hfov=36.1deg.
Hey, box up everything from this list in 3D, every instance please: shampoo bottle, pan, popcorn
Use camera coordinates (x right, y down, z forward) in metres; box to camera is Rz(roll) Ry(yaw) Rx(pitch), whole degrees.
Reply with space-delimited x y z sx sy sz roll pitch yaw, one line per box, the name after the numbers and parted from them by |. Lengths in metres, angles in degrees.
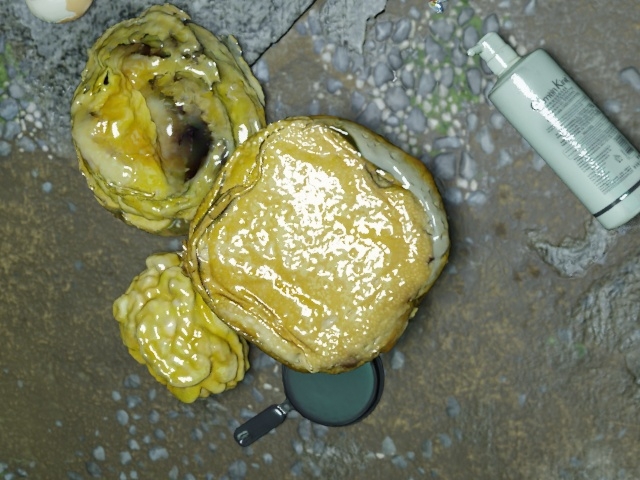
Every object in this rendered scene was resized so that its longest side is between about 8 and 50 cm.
0.273 -0.134 1.117 0.085 0.085 0.262 -42 88 17 | shampoo bottle
-0.024 0.206 1.277 0.235 0.028 0.136 -37 89 17 | pan
-0.184 0.110 1.245 0.163 0.140 0.194 -13 95 10 | popcorn

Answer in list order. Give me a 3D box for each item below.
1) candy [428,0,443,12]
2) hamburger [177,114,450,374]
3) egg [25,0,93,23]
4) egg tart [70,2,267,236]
0.150 -0.309 1.148 0.030 0.020 0.083 33 107 6 | candy
0.000 0.000 1.155 0.318 0.158 0.319 0 99 -1 | hamburger
-0.327 -0.310 1.238 0.083 0.071 0.071 -6 98 9 | egg
-0.203 -0.145 1.214 0.297 0.132 0.297 2 97 18 | egg tart
